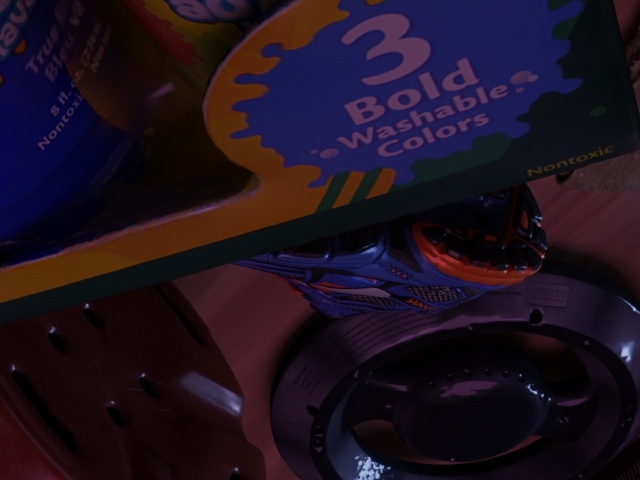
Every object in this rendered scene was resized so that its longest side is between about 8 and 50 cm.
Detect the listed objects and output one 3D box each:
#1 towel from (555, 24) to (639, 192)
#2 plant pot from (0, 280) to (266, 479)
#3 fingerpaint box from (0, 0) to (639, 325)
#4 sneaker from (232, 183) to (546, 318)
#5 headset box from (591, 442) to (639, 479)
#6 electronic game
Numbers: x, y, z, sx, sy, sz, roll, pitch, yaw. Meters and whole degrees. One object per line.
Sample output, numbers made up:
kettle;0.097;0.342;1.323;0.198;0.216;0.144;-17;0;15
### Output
towel;0.183;-0.073;0.748;0.110;0.027;0.148;4;139;-22
plant pot;-0.185;0.126;0.732;0.265;0.272;0.272;-37;137;18
fingerpaint box;-0.164;-0.106;0.423;0.444;0.163;0.371;-15;153;11
sneaker;0.000;0.000;0.751;0.221;0.083;0.087;14;141;-27
headset box;0.348;0.146;1.007;0.218;0.110;0.293;14;136;-30
electronic game;0.085;0.091;0.914;0.229;0.048;0.229;-4;137;-4
